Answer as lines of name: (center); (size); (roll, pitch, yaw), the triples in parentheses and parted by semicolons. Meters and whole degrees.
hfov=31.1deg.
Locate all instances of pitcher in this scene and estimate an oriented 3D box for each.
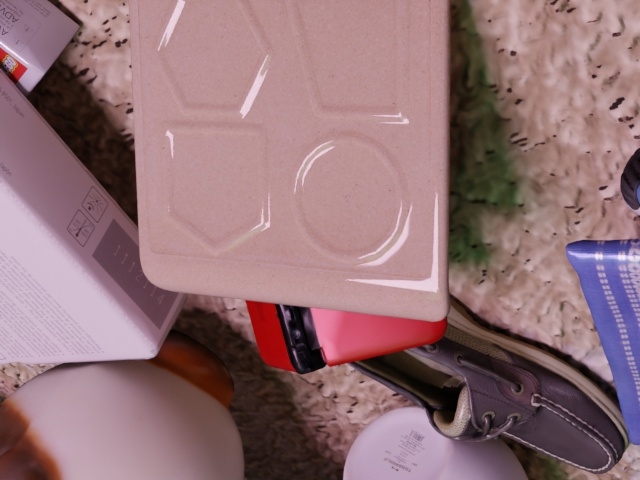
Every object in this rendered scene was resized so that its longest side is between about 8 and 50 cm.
pitcher: (0.086, 0.204, 0.851); (0.177, 0.125, 0.207); (13, 152, 46)

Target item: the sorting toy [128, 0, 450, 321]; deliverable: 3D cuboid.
sorting toy: (-0.018, -0.065, 0.619); (0.193, 0.038, 0.208); (5, 106, 28)

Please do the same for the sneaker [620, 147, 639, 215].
sneaker: (0.241, -0.021, 0.520); (0.211, 0.080, 0.081); (0, 131, 33)

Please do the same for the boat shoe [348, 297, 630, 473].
boat shoe: (0.096, 0.097, 0.746); (0.223, 0.073, 0.080); (33, 144, -3)

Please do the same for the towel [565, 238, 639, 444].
towel: (0.307, 0.081, 0.577); (0.335, 0.040, 0.243); (6, 153, 26)

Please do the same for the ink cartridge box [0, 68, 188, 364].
ink cartridge box: (-0.273, -0.026, 0.759); (0.261, 0.066, 0.296); (-8, 133, 34)

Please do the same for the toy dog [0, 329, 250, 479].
toy dog: (-0.106, 0.276, 0.842); (0.408, 0.284, 0.395); (57, 150, -7)

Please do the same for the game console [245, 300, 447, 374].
game console: (0.000, 0.000, 0.693); (0.124, 0.085, 0.144); (172, 83, -72)

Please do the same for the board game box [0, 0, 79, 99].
board game box: (-0.309, -0.118, 0.769); (0.193, 0.053, 0.305); (38, 141, -16)
